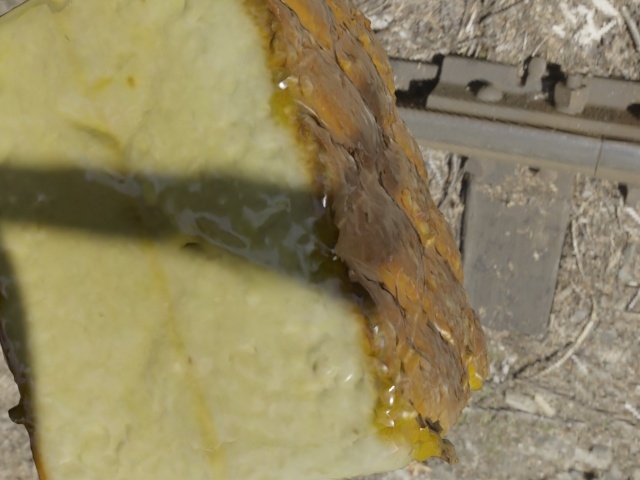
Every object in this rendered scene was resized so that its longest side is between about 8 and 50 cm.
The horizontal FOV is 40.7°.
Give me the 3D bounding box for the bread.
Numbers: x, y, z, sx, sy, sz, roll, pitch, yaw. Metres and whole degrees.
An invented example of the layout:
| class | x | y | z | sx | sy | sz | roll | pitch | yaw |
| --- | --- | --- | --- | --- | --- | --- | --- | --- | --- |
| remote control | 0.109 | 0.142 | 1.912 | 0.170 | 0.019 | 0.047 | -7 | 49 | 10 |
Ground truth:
| class | x | y | z | sx | sy | sz | roll | pitch | yaw |
| --- | --- | --- | --- | --- | --- | --- | --- | --- | --- |
| bread | -0.045 | -0.003 | 0.512 | 0.207 | 0.279 | 0.279 | -20 | 87 | 18 |
